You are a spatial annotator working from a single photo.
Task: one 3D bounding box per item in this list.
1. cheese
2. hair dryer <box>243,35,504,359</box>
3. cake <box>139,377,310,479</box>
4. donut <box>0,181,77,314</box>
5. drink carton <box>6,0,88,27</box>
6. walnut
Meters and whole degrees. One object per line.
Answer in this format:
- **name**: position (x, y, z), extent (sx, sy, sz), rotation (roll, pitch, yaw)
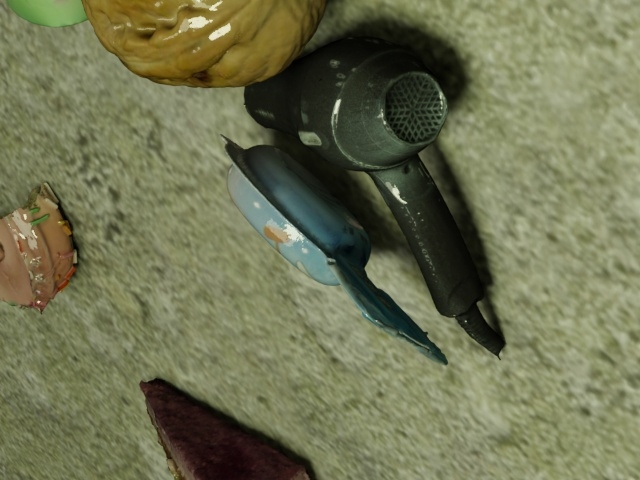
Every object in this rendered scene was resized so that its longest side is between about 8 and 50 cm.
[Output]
- **cheese**: position (0.000, 0.000, 1.413), extent (0.135, 0.052, 0.245), rotation (31, -165, -52)
- **hair dryer**: position (0.050, -0.018, 1.361), extent (0.235, 0.091, 0.272), rotation (12, 131, 64)
- **cake**: position (-0.088, 0.222, 1.803), extent (0.295, 0.112, 0.116), rotation (37, 145, 55)
- **donut**: position (-0.289, 0.015, 1.907), extent (0.166, 0.065, 0.117), rotation (-13, 105, 60)
- **drink carton**: position (-0.205, -0.253, 1.470), extent (0.146, 0.144, 0.142), rotation (28, 148, 43)
- **walnut**: position (-0.079, -0.178, 1.320), extent (0.184, 0.155, 0.155), rotation (10, 125, 54)
